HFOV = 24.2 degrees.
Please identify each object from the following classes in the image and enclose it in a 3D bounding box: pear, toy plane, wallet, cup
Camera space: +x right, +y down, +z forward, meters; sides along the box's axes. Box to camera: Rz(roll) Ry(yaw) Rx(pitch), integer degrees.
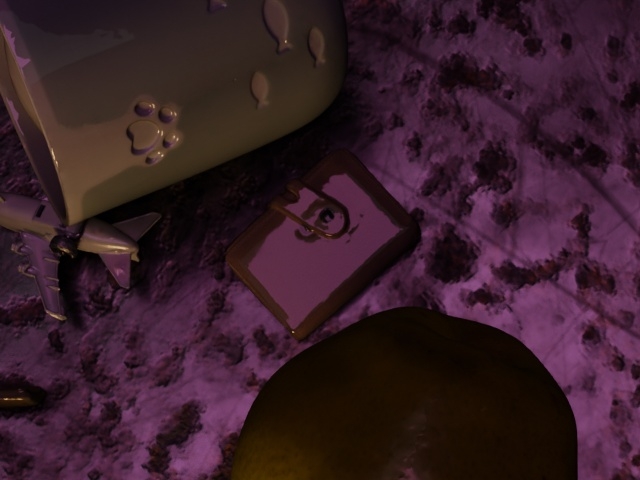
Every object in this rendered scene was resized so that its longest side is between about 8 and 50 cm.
[{"bbox_3d":[0.062,0.200,1.153,0.294,0.294,0.294,-2,76,8],"label":"pear"},{"bbox_3d":[-0.236,-0.014,1.352,0.171,0.065,0.162,19,68,7],"label":"toy plane"},{"bbox_3d":[0.000,0.000,1.327,0.152,0.039,0.118,-43,77,-2],"label":"wallet"},{"bbox_3d":[-0.152,-0.225,1.253,0.274,0.259,0.357,-22,103,-14],"label":"cup"}]

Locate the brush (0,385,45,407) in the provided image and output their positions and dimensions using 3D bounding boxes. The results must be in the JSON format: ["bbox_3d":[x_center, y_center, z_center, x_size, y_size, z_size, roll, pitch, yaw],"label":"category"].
[{"bbox_3d":[-0.389,0.158,1.335,0.282,0.054,0.048,-6,84,7],"label":"brush"}]
